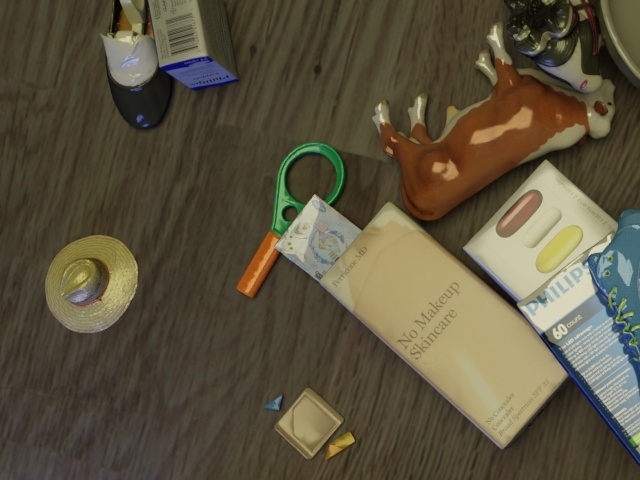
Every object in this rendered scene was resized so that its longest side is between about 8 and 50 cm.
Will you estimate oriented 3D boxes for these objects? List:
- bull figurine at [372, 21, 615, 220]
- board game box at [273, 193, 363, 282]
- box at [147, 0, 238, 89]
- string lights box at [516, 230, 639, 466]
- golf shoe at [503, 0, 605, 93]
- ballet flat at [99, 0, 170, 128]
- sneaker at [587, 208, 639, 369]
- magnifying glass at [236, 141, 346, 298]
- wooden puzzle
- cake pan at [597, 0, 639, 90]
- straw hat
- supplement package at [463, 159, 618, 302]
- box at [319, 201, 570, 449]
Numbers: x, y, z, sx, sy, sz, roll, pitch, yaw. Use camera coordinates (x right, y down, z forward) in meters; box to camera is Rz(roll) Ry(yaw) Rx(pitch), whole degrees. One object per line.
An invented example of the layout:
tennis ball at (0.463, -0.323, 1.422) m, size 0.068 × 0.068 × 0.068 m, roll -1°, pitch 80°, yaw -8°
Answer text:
bull figurine at (0.223, -0.155, 1.639) m, size 0.310 × 0.101 × 0.188 m, roll -32°, pitch 72°, yaw 5°
board game box at (0.000, 0.000, 1.698) m, size 0.090 × 0.020 × 0.090 m, roll 38°, pitch 93°, yaw -4°
box at (-0.174, -0.284, 1.733) m, size 0.072 × 0.137 × 0.126 m, roll -13°, pitch 79°, yaw 13°
string lights box at (0.342, 0.133, 1.370) m, size 0.133 × 0.077 × 0.260 m, roll -37°, pitch 78°, yaw 5°
golf shoe at (0.298, -0.285, 1.604) m, size 0.105 × 0.273 × 0.120 m, roll -31°, pitch 119°, yaw 31°
ballet flat at (-0.264, -0.300, 1.779) m, size 0.095 × 0.096 × 0.281 m, roll -4°, pitch 82°, yaw 13°
sneaker at (0.330, 0.074, 1.304) m, size 0.126 × 0.091 × 0.240 m, roll 9°, pitch 75°, yaw 21°
magnifying glass at (-0.045, -0.028, 1.727) m, size 0.092 × 0.026 × 0.231 m, roll 31°, pitch 88°, yaw 15°
wooden puzzle at (-0.014, 0.243, 1.686) m, size 0.078 × 0.014 × 0.116 m, roll -42°, pitch 75°, yaw 1°
cake pan at (0.468, -0.281, 1.563) m, size 0.293 × 0.054 × 0.293 m, roll 3°, pitch 76°, yaw -12°
straw hat at (-0.330, 0.055, 1.764) m, size 0.144 × 0.061 × 0.145 m, roll -2°, pitch 82°, yaw 13°
supplement package at (0.323, 0.056, 1.530) m, size 0.262 × 0.204 × 0.145 m, roll 44°, pitch 94°, yaw 15°
box at (0.164, 0.106, 1.604) m, size 0.311 × 0.121 × 0.148 m, roll 40°, pitch 94°, yaw 15°
